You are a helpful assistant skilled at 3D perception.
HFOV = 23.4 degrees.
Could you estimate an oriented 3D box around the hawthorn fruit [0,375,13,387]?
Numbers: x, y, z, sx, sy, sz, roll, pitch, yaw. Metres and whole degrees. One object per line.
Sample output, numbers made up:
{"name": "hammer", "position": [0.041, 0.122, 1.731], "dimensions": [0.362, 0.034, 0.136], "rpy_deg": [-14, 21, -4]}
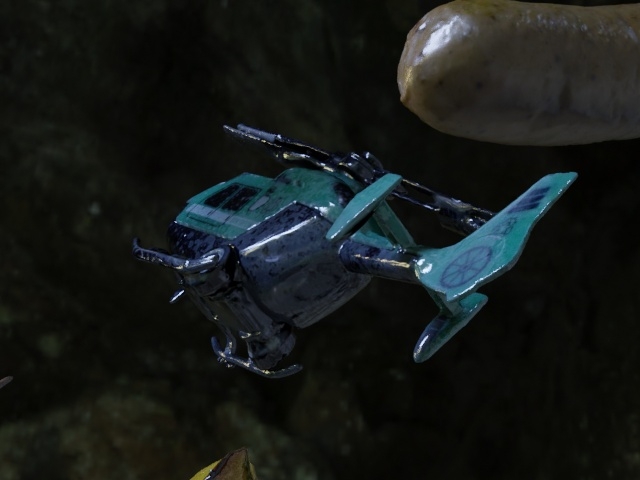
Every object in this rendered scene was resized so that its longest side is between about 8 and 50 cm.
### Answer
{"name": "hawthorn fruit", "position": [-0.394, 0.150, 1.436], "dimensions": [0.210, 0.210, 0.262], "rpy_deg": [-31, -27, 31]}

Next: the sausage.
{"name": "sausage", "position": [0.287, -0.159, 1.395], "dimensions": [0.500, 0.136, 0.123], "rpy_deg": [-8, 4, -28]}

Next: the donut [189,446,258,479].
{"name": "donut", "position": [-0.063, 0.269, 1.284], "dimensions": [0.181, 0.146, 0.078], "rpy_deg": [42, -28, -25]}

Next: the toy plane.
{"name": "toy plane", "position": [0.000, 0.000, 0.940], "dimensions": [0.106, 0.155, 0.381], "rpy_deg": [51, -17, -21]}
